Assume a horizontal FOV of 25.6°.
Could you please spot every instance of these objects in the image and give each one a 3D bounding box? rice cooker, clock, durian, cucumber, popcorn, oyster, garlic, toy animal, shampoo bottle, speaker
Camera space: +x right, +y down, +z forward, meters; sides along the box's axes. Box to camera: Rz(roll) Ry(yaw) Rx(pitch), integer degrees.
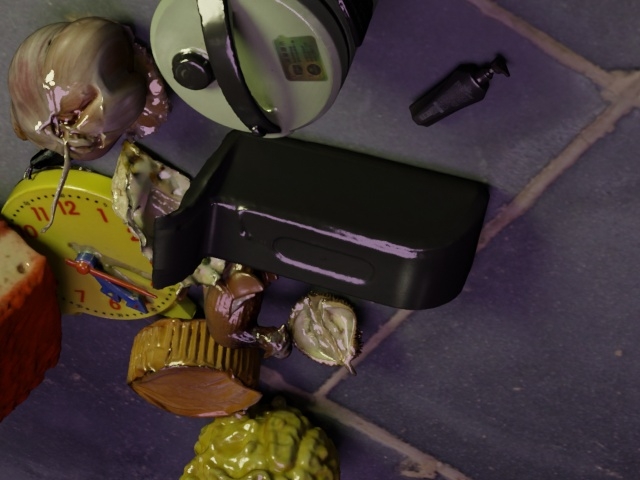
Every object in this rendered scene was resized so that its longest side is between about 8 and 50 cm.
[{"bbox_3d":[-0.057,-0.243,1.504,0.226,0.244,0.226,14,138,12],"label":"rice cooker"},{"bbox_3d":[-0.325,0.022,2.007,0.277,0.071,0.293,-4,133,24],"label":"clock"},{"bbox_3d":[0.019,0.124,1.987,0.110,0.071,0.140,-24,107,31],"label":"durian"},{"bbox_3d":[-0.342,-0.122,1.891,0.163,0.043,0.039,-17,169,37],"label":"cucumber"},{"bbox_3d":[-0.091,0.367,2.172,0.249,0.225,0.249,8,127,11],"label":"popcorn"},{"bbox_3d":[-0.209,-0.024,1.887,0.209,0.132,0.072,37,159,-25],"label":"oyster"},{"bbox_3d":[-0.279,-0.140,1.735,0.207,0.256,0.207,-6,175,-1],"label":"garlic"},{"bbox_3d":[-0.101,0.074,1.956,0.179,0.089,0.188,28,119,10],"label":"toy animal"},{"bbox_3d":[0.162,-0.175,1.652,0.048,0.027,0.137,46,132,-15],"label":"shampoo bottle"},{"bbox_3d":[0.000,0.000,1.781,0.388,0.184,0.180,13,137,5],"label":"speaker"}]

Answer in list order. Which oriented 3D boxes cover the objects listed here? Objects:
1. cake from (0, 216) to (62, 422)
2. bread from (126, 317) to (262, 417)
[{"bbox_3d":[-0.550,0.100,1.986,0.320,0.269,0.270,28,141,12],"label":"cake"},{"bbox_3d":[-0.183,0.184,2.082,0.199,0.104,0.199,2,150,1],"label":"bread"}]
